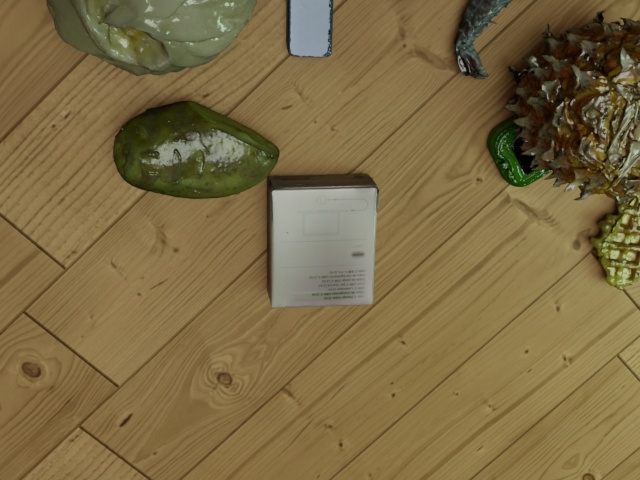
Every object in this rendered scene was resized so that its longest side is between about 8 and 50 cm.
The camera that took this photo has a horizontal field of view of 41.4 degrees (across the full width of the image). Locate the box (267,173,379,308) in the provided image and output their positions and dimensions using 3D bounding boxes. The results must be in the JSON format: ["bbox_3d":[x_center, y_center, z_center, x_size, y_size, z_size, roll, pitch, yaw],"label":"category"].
[{"bbox_3d":[0.000,0.000,1.641,0.203,0.106,0.251,-3,109,-10],"label":"box"}]

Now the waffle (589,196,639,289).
[{"bbox_3d":[0.706,0.001,1.793,0.291,0.051,0.291,-4,111,-10],"label":"waffle"}]

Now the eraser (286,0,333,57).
[{"bbox_3d":[-0.019,-0.442,1.511,0.082,0.036,0.225,-2,110,-9],"label":"eraser"}]

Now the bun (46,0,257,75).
[{"bbox_3d":[-0.292,-0.404,1.319,0.365,0.219,0.365,13,143,10],"label":"bun"}]

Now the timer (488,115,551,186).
[{"bbox_3d":[0.405,-0.180,1.676,0.128,0.047,0.140,-31,112,3],"label":"timer"}]

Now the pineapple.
[{"bbox_3d":[0.515,-0.227,1.498,0.352,0.300,0.352,-1,106,-4],"label":"pineapple"}]

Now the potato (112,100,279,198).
[{"bbox_3d":[-0.222,-0.161,1.530,0.298,0.141,0.176,-1,123,-17],"label":"potato"}]

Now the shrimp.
[{"bbox_3d":[0.378,-0.469,1.504,0.410,0.221,0.166,-41,87,26],"label":"shrimp"}]
